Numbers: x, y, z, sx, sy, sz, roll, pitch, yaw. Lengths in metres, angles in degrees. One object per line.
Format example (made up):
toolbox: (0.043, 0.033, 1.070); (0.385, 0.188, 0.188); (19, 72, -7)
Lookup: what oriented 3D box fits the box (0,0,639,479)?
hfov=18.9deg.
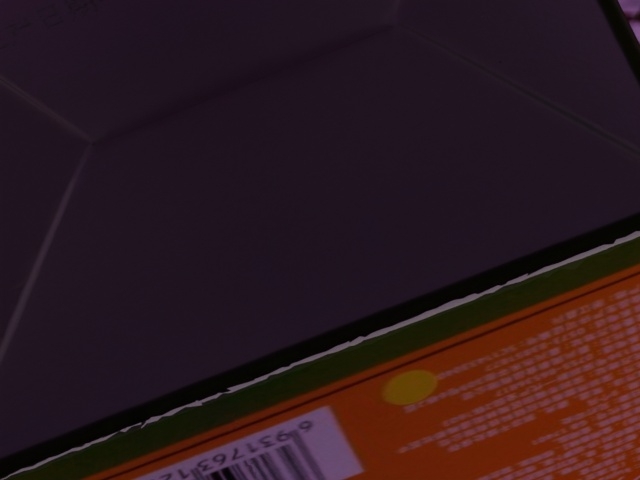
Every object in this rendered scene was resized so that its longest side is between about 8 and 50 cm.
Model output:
box: (0.000, 0.000, 0.546); (0.195, 0.177, 0.148); (-22, 141, 4)
